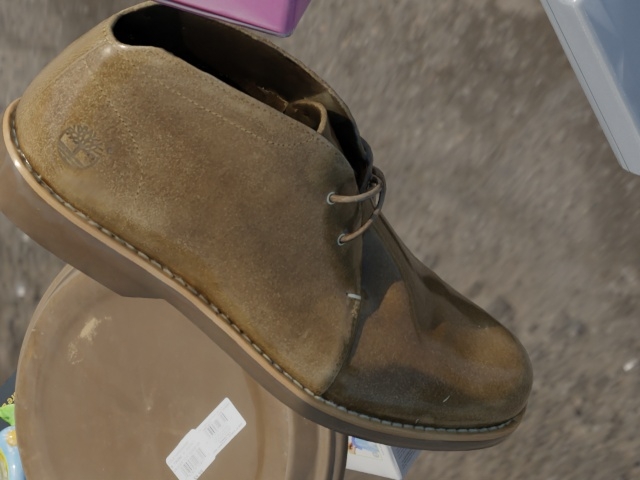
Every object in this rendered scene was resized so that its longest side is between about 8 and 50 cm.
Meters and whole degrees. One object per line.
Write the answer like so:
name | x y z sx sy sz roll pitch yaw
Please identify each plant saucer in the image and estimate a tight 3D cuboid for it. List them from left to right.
plant saucer | -0.107 0.122 1.340 0.278 0.041 0.278 2 93 31

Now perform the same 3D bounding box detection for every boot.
boot | 0.000 0.000 0.911 0.305 0.115 0.112 31 31 -25

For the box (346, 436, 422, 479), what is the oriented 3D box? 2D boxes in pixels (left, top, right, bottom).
box | 0.004 0.129 1.795 0.203 0.103 0.114 7 42 35

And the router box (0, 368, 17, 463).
router box | -0.240 0.264 1.737 0.309 0.081 0.243 -47 69 9

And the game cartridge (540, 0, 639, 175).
game cartridge | 0.262 -0.186 1.207 0.297 0.062 0.198 -43 130 -17

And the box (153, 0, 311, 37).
box | -0.016 -0.221 0.522 0.117 0.243 0.213 17 48 10

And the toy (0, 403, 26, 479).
toy | -0.240 0.237 1.559 0.137 0.056 0.237 15 54 -25
